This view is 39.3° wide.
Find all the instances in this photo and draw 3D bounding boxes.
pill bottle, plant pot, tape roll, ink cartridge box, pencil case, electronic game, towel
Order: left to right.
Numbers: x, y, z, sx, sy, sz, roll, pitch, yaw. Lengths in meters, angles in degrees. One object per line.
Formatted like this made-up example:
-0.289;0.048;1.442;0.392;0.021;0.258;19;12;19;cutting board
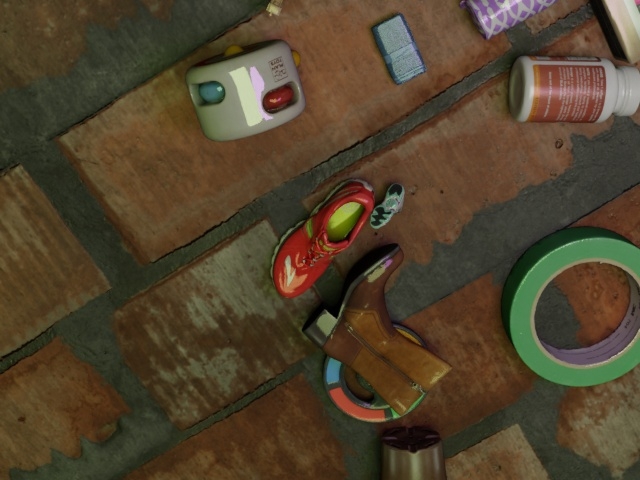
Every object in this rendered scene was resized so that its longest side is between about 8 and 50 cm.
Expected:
0.118;0.270;1.833;0.229;0.048;0.229;-1;109;-4;electronic game
0.143;-0.349;1.635;0.067;0.029;0.119;-25;109;4;towel
0.193;0.485;1.858;0.166;0.167;0.165;-4;102;-3;plant pot
0.359;-0.440;1.591;0.206;0.086;0.088;-29;74;4;pencil case
0.462;-0.274;1.633;0.216;0.121;0.121;1;109;-4;pill bottle
0.528;0.134;1.800;0.321;0.077;0.321;-1;108;-3;tape roll
0.608;-0.458;1.599;0.234;0.088;0.193;-29;109;7;ink cartridge box

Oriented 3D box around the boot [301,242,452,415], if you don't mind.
0.148;0.175;1.743;0.280;0.096;0.264;39;96;-10;boot

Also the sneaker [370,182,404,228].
0.133;-0.057;1.717;0.038;0.069;0.098;34;84;21;sneaker

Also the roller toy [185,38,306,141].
-0.129;-0.269;1.557;0.209;0.191;0.146;-16;108;2;roller toy

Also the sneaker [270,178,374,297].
0.000;0.000;1.696;0.107;0.118;0.279;34;103;-13;sneaker

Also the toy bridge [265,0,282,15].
-0.049;-0.479;1.559;0.026;0.063;0.188;23;104;-11;toy bridge
